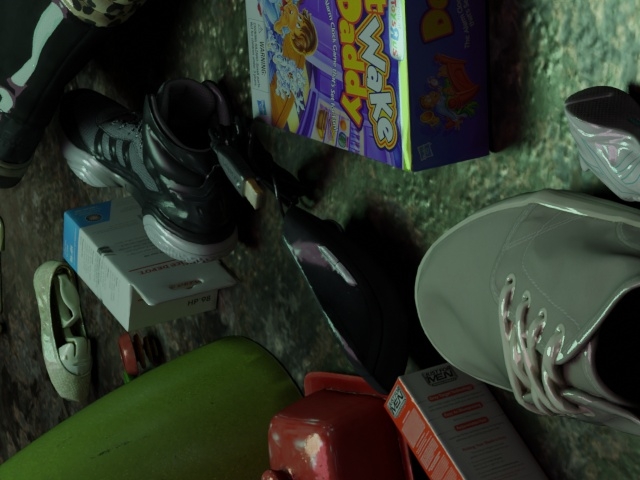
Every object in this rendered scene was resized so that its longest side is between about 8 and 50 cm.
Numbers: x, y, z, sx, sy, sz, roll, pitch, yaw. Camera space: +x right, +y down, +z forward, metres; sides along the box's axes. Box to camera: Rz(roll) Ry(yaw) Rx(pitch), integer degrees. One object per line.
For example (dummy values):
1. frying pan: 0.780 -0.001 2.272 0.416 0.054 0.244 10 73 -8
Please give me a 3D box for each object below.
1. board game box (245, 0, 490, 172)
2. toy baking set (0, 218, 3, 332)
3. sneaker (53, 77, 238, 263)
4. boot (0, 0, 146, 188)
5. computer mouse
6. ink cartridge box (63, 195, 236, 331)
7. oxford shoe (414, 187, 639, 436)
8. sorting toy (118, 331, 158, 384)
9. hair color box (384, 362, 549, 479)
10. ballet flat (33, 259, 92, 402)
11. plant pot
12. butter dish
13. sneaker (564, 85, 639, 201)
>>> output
1. board game box: 0.028 -0.248 1.490 0.233 0.078 0.347 22 120 54
2. toy baking set: -0.457 0.040 2.445 0.256 0.030 0.196 -3 100 59
3. sneaker: -0.162 -0.107 1.843 0.268 0.101 0.153 43 136 34
4. boot: -0.284 -0.270 1.906 0.284 0.138 0.377 -46 36 33
5. computer mouse: 0.000 0.000 1.590 0.262 0.060 0.184 61 -170 32
6. ink cartridge box: -0.172 0.029 1.904 0.180 0.104 0.060 44 137 42
7. oxford shoe: 0.183 0.062 1.303 0.449 0.130 0.169 7 122 59
8. sorting toy: -0.189 0.143 2.051 0.061 0.042 0.102 -117 17 -49
9. hair color box: 0.119 0.166 1.519 0.141 0.072 0.043 58 145 29
10. ballet flat: -0.292 0.104 2.181 0.052 0.057 0.168 -16 89 50
11. plant pot: -0.180 0.258 1.827 0.275 0.293 0.274 29 126 51
12. butter dish: 0.002 0.205 1.679 0.160 0.118 0.160 2 103 59
13. sneaker: 0.225 -0.051 1.287 0.152 0.054 0.061 40 150 48
